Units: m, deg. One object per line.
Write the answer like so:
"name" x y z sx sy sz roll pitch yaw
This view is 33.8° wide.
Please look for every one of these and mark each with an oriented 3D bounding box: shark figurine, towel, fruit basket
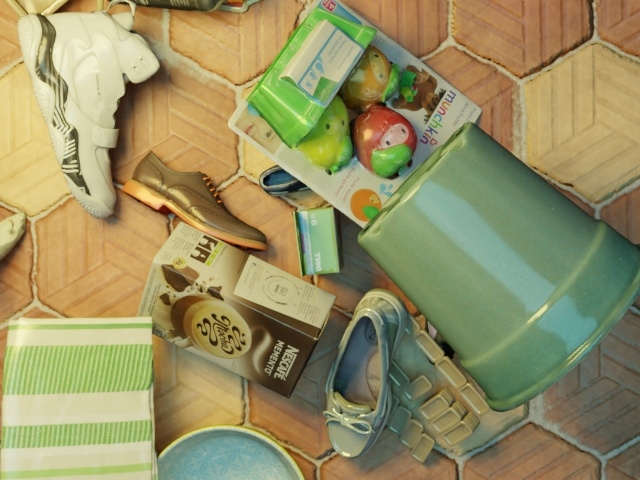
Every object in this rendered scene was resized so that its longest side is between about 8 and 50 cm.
"shark figurine" -0.655 0.043 1.842 0.278 0.116 0.166 -5 57 -6
"towel" -0.385 0.285 1.692 0.248 0.038 0.324 1 79 -18
"fruit basket" 0.070 -0.209 1.748 0.353 0.165 0.327 35 67 -4

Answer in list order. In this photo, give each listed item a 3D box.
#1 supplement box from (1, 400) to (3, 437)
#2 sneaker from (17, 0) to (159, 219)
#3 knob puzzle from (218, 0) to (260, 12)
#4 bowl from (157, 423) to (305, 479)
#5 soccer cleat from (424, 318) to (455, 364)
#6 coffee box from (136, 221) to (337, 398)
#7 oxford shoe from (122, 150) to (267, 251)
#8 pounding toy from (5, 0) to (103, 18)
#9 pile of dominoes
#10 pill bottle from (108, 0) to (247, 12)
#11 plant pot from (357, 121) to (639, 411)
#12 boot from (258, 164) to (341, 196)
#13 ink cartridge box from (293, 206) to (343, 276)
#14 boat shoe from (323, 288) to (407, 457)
"supplement box" -0.474 0.346 1.794 0.114 0.111 0.220 7 114 2
"sneaker" -0.363 -0.227 1.794 0.210 0.137 0.365 -18 105 -6
"knob puzzle" -0.170 -0.491 1.846 0.213 0.030 0.213 0 91 2
"bowl" -0.154 0.446 1.797 0.290 0.156 0.289 0 91 2
"soccer cleat" 0.223 0.056 1.818 0.116 0.109 0.318 21 100 30
"coffee box" -0.144 0.119 1.775 0.297 0.119 0.168 25 131 2
"oxford shoe" -0.204 -0.066 1.824 0.271 0.097 0.098 27 85 1
"pounding toy" -0.447 -0.446 1.831 0.181 0.094 0.206 -40 111 2
"pile of dominoes" 0.163 0.245 1.817 0.251 0.040 0.196 50 126 2
"pill bottle" -0.240 -0.455 1.780 0.246 0.130 0.130 8 91 11
"plant pot" 0.258 0.021 1.595 0.334 0.341 0.341 44 92 -3
"boot" -0.013 -0.119 1.818 0.190 0.086 0.069 -19 90 2
"ink cartridge box" 0.000 0.000 1.757 0.062 0.209 0.109 -5 91 4
"boat shoe" 0.064 0.237 1.772 0.118 0.103 0.320 24 116 17
